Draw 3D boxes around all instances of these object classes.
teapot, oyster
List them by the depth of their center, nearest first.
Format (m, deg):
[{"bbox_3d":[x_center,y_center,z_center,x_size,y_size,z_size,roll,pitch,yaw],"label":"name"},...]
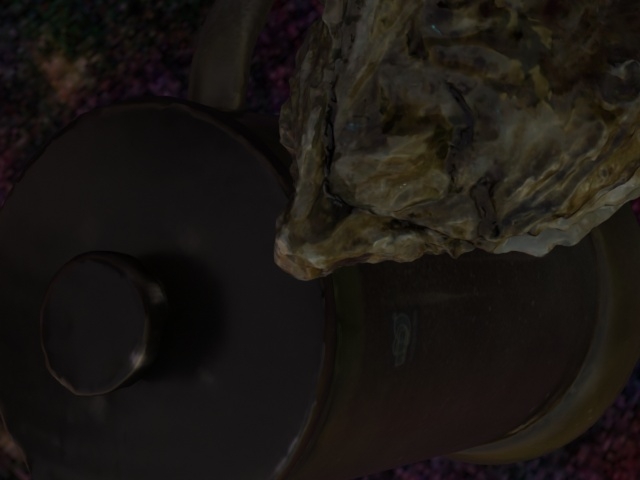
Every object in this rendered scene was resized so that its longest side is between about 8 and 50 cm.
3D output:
[{"bbox_3d":[0.059,-0.059,0.465,0.064,0.177,0.125,121,134,-67],"label":"oyster"},{"bbox_3d":[0.000,0.000,0.774,0.200,0.337,0.270,-4,89,33],"label":"teapot"}]
